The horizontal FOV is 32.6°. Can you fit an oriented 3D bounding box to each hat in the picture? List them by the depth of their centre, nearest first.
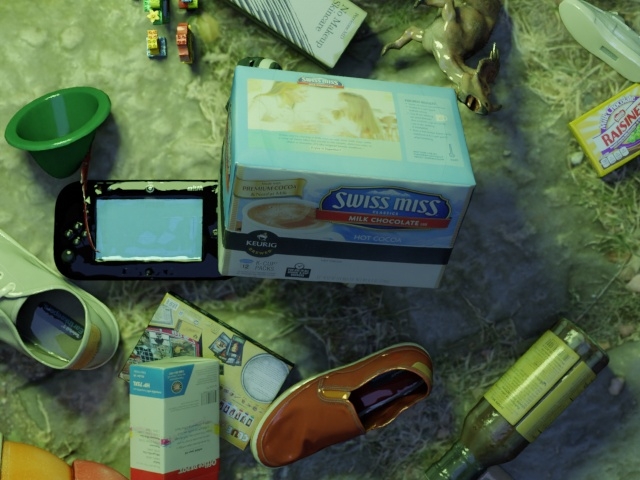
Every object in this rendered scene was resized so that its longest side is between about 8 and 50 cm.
[{"bbox_3d":[-0.410,-0.123,1.804,0.173,0.208,0.184,6,132,24],"label":"hat"}]

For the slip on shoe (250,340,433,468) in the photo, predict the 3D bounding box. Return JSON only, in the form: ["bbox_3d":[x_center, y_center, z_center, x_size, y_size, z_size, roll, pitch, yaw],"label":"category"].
[{"bbox_3d":[0.035,0.273,1.768,0.331,0.101,0.123,-27,111,2],"label":"slip on shoe"}]

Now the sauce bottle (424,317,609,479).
[{"bbox_3d":[0.309,0.277,1.764,0.344,0.111,0.111,-44,89,2],"label":"sauce bottle"}]

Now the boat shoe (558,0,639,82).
[{"bbox_3d":[0.470,-0.336,1.772,0.184,0.066,0.063,39,68,9],"label":"boat shoe"}]

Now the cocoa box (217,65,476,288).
[{"bbox_3d":[0.028,-0.093,1.638,0.347,0.231,0.228,5,136,-9],"label":"cocoa box"}]

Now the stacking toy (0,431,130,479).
[{"bbox_3d":[-0.315,0.475,1.732,0.479,0.350,0.351,1,91,-14],"label":"stacking toy"}]

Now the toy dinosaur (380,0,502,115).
[{"bbox_3d":[0.235,-0.341,1.754,0.200,0.127,0.296,28,76,-9],"label":"toy dinosaur"}]

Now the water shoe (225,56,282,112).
[{"bbox_3d":[-0.116,-0.200,1.800,0.080,0.073,0.203,17,95,30],"label":"water shoe"}]

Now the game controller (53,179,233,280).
[{"bbox_3d":[-0.279,-0.017,1.801,0.319,0.067,0.167,0,91,1],"label":"game controller"}]

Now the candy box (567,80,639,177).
[{"bbox_3d":[0.518,-0.199,1.787,0.206,0.027,0.105,-32,86,2],"label":"candy box"}]

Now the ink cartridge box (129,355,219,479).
[{"bbox_3d":[-0.228,0.305,1.722,0.078,0.134,0.231,2,92,35],"label":"ink cartridge box"}]

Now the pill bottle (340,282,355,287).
[{"bbox_3d":[0.000,0.000,1.777,0.169,0.094,0.094,28,92,2],"label":"pill bottle"}]

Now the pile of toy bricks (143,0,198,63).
[{"bbox_3d":[-0.261,-0.394,1.771,0.118,0.105,0.212,-3,91,2],"label":"pile of toy bricks"}]

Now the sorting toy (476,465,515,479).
[{"bbox_3d":[0.285,0.505,1.810,0.193,0.038,0.208,43,88,1],"label":"sorting toy"}]

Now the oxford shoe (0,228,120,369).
[{"bbox_3d":[-0.536,0.075,1.783,0.449,0.130,0.169,29,94,2],"label":"oxford shoe"}]

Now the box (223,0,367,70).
[{"bbox_3d":[-0.069,-0.391,1.752,0.275,0.094,0.113,31,92,-7],"label":"box"}]

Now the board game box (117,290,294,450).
[{"bbox_3d":[-0.188,0.215,1.814,0.243,0.042,0.165,31,92,1],"label":"board game box"}]
